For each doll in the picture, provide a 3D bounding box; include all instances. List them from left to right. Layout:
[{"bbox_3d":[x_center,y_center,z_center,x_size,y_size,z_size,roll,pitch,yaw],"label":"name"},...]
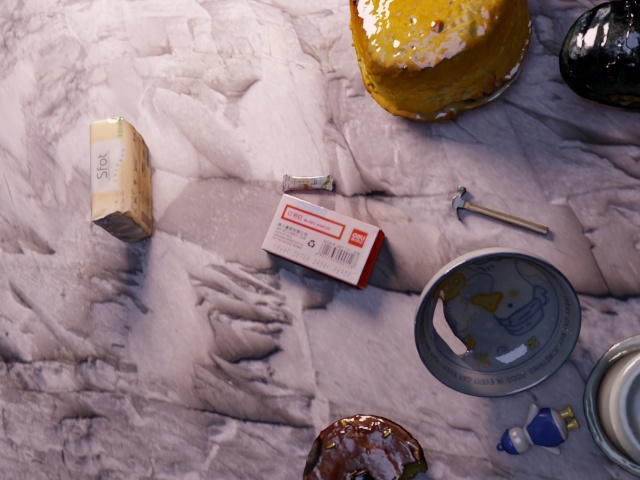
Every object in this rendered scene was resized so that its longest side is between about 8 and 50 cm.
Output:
[{"bbox_3d":[0.362,0.323,1.238,0.143,0.057,0.099,-29,92,13],"label":"doll"}]

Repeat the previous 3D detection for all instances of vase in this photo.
[{"bbox_3d":[0.515,0.241,1.078,0.245,0.291,0.245,-4,76,17],"label":"vase"}]

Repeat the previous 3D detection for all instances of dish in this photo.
[{"bbox_3d":[0.289,0.120,1.263,0.273,0.134,0.273,0,112,0],"label":"dish"}]

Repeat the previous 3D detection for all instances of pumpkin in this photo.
[{"bbox_3d":[0.517,-0.305,1.223,0.233,0.233,0.163,6,92,20],"label":"pumpkin"}]

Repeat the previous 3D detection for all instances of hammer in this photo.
[{"bbox_3d":[0.325,-0.043,1.346,0.182,0.017,0.062,22,87,21],"label":"hammer"}]

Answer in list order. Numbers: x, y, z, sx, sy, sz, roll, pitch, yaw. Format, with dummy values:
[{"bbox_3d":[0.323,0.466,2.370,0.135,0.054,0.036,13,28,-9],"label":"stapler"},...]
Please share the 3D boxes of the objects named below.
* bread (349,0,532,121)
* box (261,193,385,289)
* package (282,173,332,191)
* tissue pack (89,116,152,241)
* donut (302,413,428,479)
[{"bbox_3d":[0.204,-0.410,1.366,0.336,0.204,0.358,-21,75,19],"label":"bread"},{"bbox_3d":[0.000,0.000,1.433,0.229,0.050,0.123,20,84,22],"label":"box"},{"bbox_3d":[-0.026,-0.117,1.483,0.110,0.015,0.037,1,85,21],"label":"package"},{"bbox_3d":[-0.411,-0.120,1.529,0.090,0.186,0.222,-5,77,5],"label":"tissue pack"},{"bbox_3d":[0.080,0.423,1.295,0.216,0.096,0.230,-1,79,22],"label":"donut"}]
